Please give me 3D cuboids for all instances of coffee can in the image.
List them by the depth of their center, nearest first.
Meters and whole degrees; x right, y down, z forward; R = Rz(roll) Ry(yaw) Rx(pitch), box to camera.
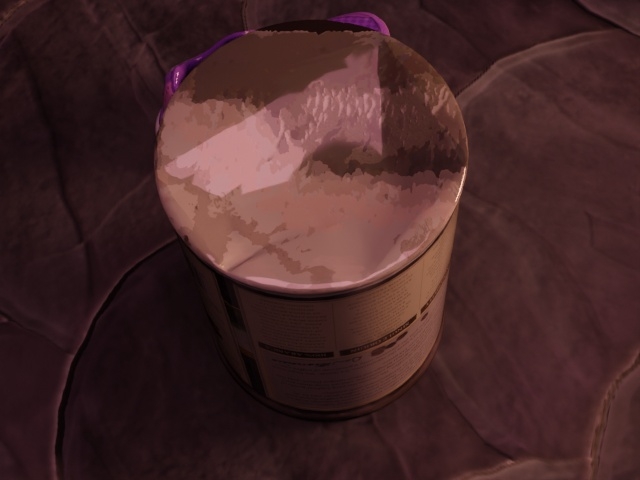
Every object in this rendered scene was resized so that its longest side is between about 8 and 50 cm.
[{"bbox_3d":[0.000,0.000,0.804,0.202,0.275,0.201,-1,65,2],"label":"coffee can"}]

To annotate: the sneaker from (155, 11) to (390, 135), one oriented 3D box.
[{"bbox_3d":[-0.042,-0.151,0.973,0.236,0.104,0.095,-25,64,-10],"label":"sneaker"}]
